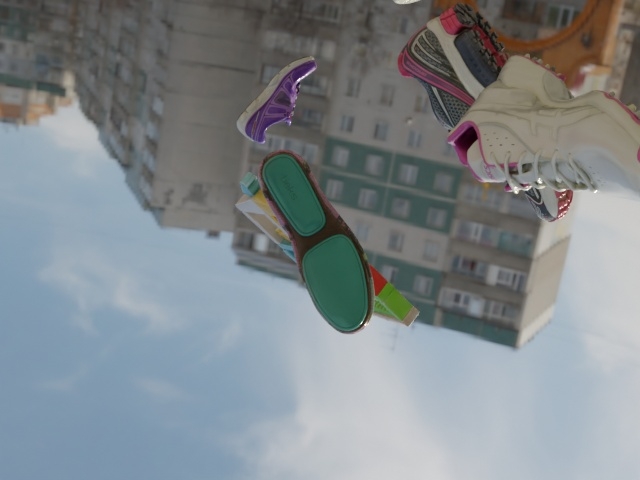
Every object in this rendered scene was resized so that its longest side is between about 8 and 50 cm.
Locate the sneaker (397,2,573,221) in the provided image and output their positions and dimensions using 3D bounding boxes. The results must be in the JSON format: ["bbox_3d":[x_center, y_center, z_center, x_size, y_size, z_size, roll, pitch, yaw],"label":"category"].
[{"bbox_3d":[0.219,-0.150,1.280,0.112,0.299,0.121,-31,-172,31],"label":"sneaker"}]

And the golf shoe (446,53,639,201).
[{"bbox_3d":[0.231,-0.085,1.001,0.115,0.140,0.306,51,180,-27],"label":"golf shoe"}]

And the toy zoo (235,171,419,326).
[{"bbox_3d":[-0.008,0.010,1.439,0.293,0.030,0.192,44,166,-24],"label":"toy zoo"}]

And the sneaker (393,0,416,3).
[{"bbox_3d":[0.158,-0.418,1.497,0.152,0.084,0.058,-30,165,40],"label":"sneaker"}]

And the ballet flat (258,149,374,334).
[{"bbox_3d":[0.000,0.000,1.132,0.077,0.221,0.079,-29,173,5],"label":"ballet flat"}]

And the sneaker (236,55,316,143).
[{"bbox_3d":[-0.062,-0.229,1.662,0.071,0.170,0.068,41,-178,-4],"label":"sneaker"}]
